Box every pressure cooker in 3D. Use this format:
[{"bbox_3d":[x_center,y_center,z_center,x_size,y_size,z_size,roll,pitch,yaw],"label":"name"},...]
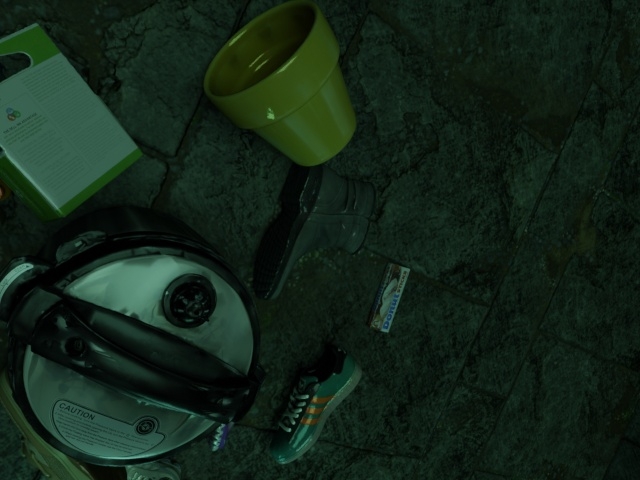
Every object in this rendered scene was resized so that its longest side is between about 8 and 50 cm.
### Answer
[{"bbox_3d":[-0.303,0.141,0.809,0.370,0.420,0.375,-14,108,-24],"label":"pressure cooker"}]

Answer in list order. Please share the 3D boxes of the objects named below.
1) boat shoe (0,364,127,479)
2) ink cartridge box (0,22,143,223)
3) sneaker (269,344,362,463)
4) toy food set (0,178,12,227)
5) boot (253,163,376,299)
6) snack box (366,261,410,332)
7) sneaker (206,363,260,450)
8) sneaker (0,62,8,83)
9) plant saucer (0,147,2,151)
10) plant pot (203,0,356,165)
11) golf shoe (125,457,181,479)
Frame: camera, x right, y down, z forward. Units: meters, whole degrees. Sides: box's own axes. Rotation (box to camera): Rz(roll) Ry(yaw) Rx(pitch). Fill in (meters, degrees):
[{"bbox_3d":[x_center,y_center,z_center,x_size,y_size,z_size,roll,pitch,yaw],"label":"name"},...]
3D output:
[{"bbox_3d":[-0.511,0.382,0.931,0.110,0.121,0.341,-27,104,6],"label":"boat shoe"},{"bbox_3d":[-0.453,-0.186,0.802,0.255,0.097,0.189,57,49,-25],"label":"ink cartridge box"},{"bbox_3d":[-0.033,0.384,1.187,0.302,0.108,0.121,-49,117,-18],"label":"sneaker"},{"bbox_3d":[-0.609,-0.020,0.795,0.232,0.104,0.111,-24,112,-20],"label":"toy food set"},{"bbox_3d":[0.000,0.000,1.109,0.223,0.118,0.338,21,96,-34],"label":"boot"},{"bbox_3d":[0.176,0.148,1.279,0.064,0.022,0.178,17,94,-30],"label":"snack box"},{"bbox_3d":[-0.196,0.357,1.105,0.104,0.095,0.236,10,96,-36],"label":"sneaker"},{"bbox_3d":[-0.589,-0.205,0.773,0.163,0.086,0.226,29,87,-26],"label":"sneaker"},{"bbox_3d":[-0.593,-0.125,0.805,0.192,0.067,0.018,-16,152,-24],"label":"plant saucer"},{"bbox_3d":[-0.053,-0.280,0.950,0.254,0.254,0.239,-50,133,-8],"label":"plant pot"},{"bbox_3d":[-0.376,0.497,1.047,0.176,0.086,0.069,26,91,-28],"label":"golf shoe"}]
